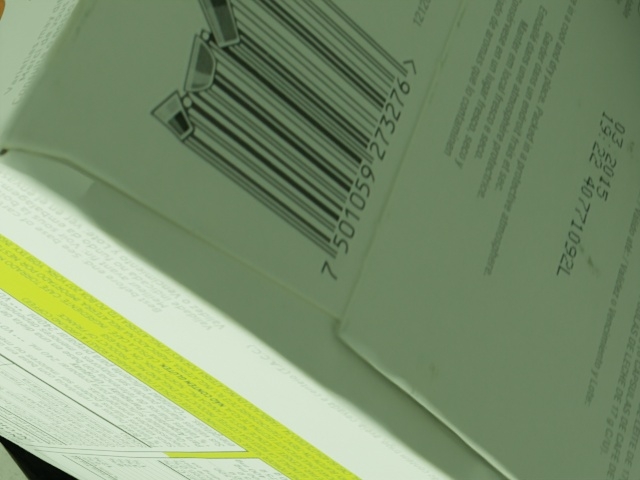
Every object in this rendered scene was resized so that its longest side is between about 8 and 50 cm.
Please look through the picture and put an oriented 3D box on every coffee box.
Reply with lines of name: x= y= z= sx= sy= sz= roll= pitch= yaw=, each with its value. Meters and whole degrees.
coffee box: x=-0.031 y=-0.048 z=0.604 sx=0.338 sy=0.337 sz=0.334 roll=38 pitch=150 yaw=-28
